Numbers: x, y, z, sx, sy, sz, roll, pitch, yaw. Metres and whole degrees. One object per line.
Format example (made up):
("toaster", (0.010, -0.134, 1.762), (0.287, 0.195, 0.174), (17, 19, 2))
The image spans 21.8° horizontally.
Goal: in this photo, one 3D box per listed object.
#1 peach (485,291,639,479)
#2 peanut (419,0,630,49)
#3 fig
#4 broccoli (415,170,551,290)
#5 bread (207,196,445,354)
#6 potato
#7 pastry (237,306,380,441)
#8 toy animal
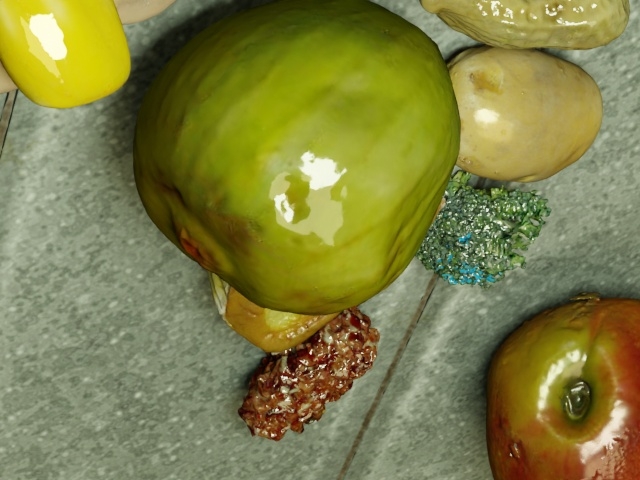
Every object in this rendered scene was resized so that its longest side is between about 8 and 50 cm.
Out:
("peach", (0.370, 0.247, 2.218), (0.290, 0.372, 0.372), (-2, 141, 23))
("peanut", (0.205, -0.260, 1.750), (0.233, 0.196, 0.110), (-5, 116, -18))
("fig", (-0.015, -0.104, 1.715), (0.343, 0.343, 0.343), (-13, 134, -13))
("broccoli", (0.194, -0.018, 2.023), (0.167, 0.154, 0.160), (-56, 168, 27))
("bread", (0.000, 0.000, 1.948), (0.288, 0.119, 0.152), (-41, 137, 14))
("potato", (0.225, -0.140, 1.915), (0.234, 0.146, 0.150), (9, 154, -31))
("pastry", (-0.015, 0.163, 2.102), (0.115, 0.097, 0.208), (37, 108, -23))
("toy animal", (-0.283, -0.277, 1.520), (0.247, 0.345, 0.277), (-14, 123, 36))
